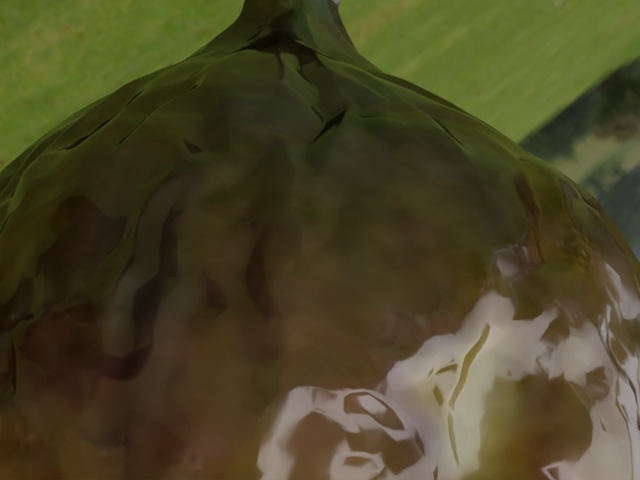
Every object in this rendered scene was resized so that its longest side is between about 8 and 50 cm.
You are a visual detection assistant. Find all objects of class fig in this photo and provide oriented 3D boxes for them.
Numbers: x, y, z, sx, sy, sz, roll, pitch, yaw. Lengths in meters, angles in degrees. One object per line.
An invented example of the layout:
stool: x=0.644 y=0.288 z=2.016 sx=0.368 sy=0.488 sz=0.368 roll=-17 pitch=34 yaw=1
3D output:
fig: x=0.000 y=0.000 z=0.535 sx=0.286 sy=0.286 sz=0.369 roll=125 pitch=-26 yaw=-71
